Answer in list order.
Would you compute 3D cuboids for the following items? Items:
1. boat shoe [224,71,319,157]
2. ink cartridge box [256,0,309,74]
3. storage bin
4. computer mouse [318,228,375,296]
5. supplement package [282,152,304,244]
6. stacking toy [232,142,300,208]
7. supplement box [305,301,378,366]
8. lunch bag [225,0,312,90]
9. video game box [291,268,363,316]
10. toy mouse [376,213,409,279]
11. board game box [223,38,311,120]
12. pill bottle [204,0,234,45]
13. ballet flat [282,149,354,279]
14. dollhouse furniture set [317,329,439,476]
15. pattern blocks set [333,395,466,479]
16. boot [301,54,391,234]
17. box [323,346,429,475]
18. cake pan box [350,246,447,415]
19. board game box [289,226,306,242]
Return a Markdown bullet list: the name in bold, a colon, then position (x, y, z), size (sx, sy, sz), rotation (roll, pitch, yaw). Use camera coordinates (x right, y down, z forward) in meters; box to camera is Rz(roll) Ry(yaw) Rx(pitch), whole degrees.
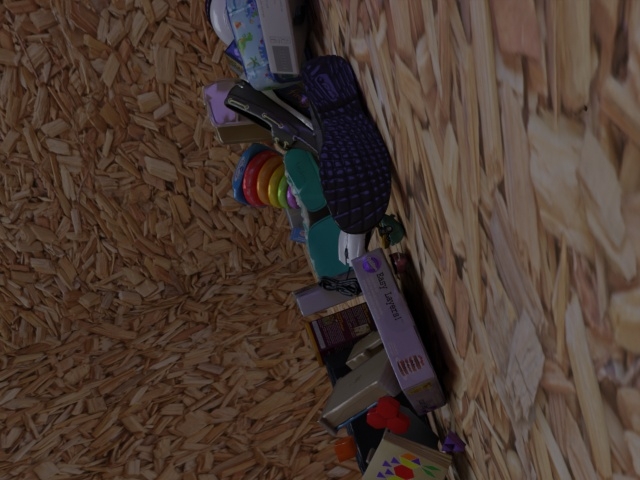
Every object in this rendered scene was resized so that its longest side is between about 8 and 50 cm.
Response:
- **boat shoe**: position (-0.082, -0.253, 1.799), size (0.305, 0.091, 0.109), rotation (39, 178, 13)
- **ink cartridge box**: position (-0.067, -0.508, 1.526), size (0.296, 0.066, 0.261), rotation (80, -164, -62)
- **storage bin**: position (-0.164, -0.337, 2.104), size (0.262, 0.260, 0.123), rotation (143, 121, -86)
- **computer mouse**: position (0.058, 0.013, 1.596), size (0.106, 0.042, 0.193), rotation (15, 92, 44)
- **supplement package**: position (-0.052, -0.136, 2.389), size (0.139, 0.134, 0.244), rotation (77, 172, -53)
- **stacking toy**: position (-0.076, -0.142, 2.198), size (0.302, 0.175, 0.166), rotation (22, -176, 33)
- **supplement box**: position (0.065, 0.255, 2.211), size (0.080, 0.188, 0.104), rotation (76, 174, -50)
- **lunch bag**: position (-0.103, -0.434, 1.713), size (0.176, 0.090, 0.219), rotation (-24, -80, -57)
- **video game box**: position (0.044, 0.101, 1.735), size (0.187, 0.205, 0.048), rotation (-146, 37, -84)
- **toy mouse**: position (0.131, 0.006, 1.405), size (0.143, 0.031, 0.161), rotation (-121, 13, -71)
- **board game box**: position (-0.108, -0.361, 1.880), size (0.243, 0.042, 0.165), rotation (36, 179, -1)
- **pill bottle**: position (-0.183, -0.560, 1.967), size (0.323, 0.182, 0.181), rotation (-120, 12, -67)
- **ballet flat**: position (0.027, -0.061, 1.995), size (0.147, 0.147, 0.408), rotation (89, 165, -75)
- **dollhouse furniture set**: position (0.198, 0.356, 1.681), size (0.303, 0.198, 0.286), rotation (43, -143, -8)
- **pattern blocks set**: position (0.163, 0.445, 1.551), size (0.325, 0.285, 0.026), rotation (-61, -2, 40)
- **boot**: position (0.054, -0.135, 1.408), size (0.222, 0.118, 0.338), rotation (75, -174, -67)
- **box**: position (0.143, 0.419, 1.998), size (0.343, 0.179, 0.312), rotation (130, 123, -85)
- **cake pan box**: position (0.144, 0.166, 1.465), size (0.245, 0.070, 0.266), rotation (63, -175, -66)
- **board game box**: position (0.000, 0.000, 2.201), size (0.211, 0.160, 0.039), rotation (173, 110, -85)
